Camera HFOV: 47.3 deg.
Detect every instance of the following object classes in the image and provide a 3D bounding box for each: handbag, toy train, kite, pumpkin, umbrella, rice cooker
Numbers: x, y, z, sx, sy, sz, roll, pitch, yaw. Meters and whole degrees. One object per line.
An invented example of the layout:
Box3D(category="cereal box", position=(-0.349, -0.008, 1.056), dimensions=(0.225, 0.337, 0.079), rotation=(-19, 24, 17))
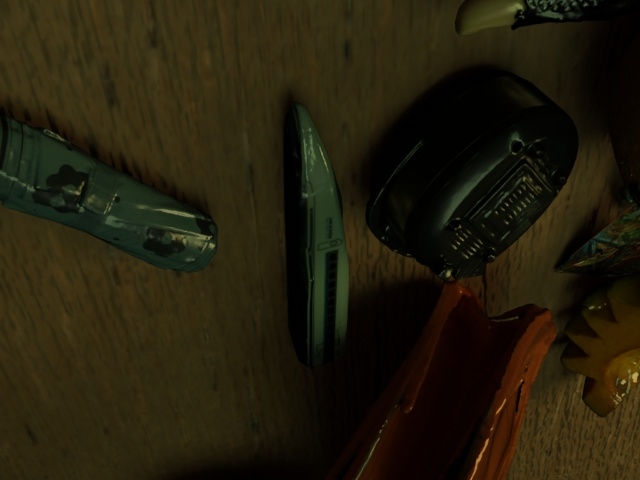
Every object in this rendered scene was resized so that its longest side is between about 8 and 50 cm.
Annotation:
Box3D(category="handbag", position=(0.107, 0.262, 0.701), dimensions=(0.303, 0.116, 0.410), rotation=(-52, 151, -41))
Box3D(category="toy train", position=(-0.001, 0.000, 0.582), dimensions=(0.048, 0.055, 0.251), rotation=(-11, 132, -13))
Box3D(category="kite", position=(0.309, 0.005, 0.721), dimensions=(0.160, 0.010, 0.183), rotation=(-22, 147, 12))
Box3D(category="pumpkin", position=(0.352, 0.072, 0.772), dimensions=(0.149, 0.130, 0.254), rotation=(-42, 169, -31))
Box3D(category="umbrella", position=(-0.174, -0.038, 0.482), dimensions=(0.251, 0.052, 0.053), rotation=(26, 149, -37))
Box3D(category="rice cooker", position=(0.114, -0.048, 0.556), dimensions=(0.112, 0.106, 0.165), rotation=(31, 101, -43))

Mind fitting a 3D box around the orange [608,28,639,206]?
Box3D(category="orange", position=(0.323, -0.088, 0.528), dimensions=(0.237, 0.236, 0.236), rotation=(-12, 132, -13))

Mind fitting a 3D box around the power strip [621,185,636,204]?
Box3D(category="power strip", position=(0.390, -0.093, 0.680), dimensions=(0.227, 0.029, 0.080), rotation=(-31, 133, 6))

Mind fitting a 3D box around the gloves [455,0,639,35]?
Box3D(category="gloves", position=(0.125, -0.203, 0.448), dimensions=(0.181, 0.106, 0.129), rotation=(5, 131, 10))
